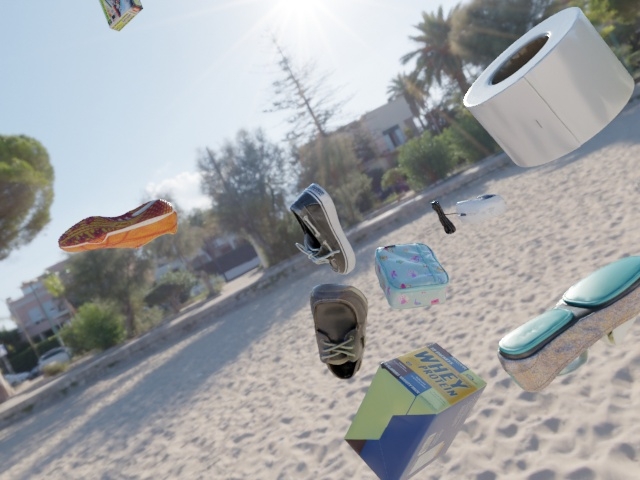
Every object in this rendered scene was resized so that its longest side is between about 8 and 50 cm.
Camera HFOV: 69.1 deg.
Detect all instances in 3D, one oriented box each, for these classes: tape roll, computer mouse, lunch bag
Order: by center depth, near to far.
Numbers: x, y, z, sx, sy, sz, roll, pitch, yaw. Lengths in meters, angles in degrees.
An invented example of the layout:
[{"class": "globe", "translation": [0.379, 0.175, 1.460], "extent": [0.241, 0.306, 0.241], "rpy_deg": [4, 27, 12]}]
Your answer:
[{"class": "tape roll", "translation": [0.425, -0.285, 0.886], "extent": [0.246, 0.169, 0.246], "rpy_deg": [-44, 14, 14]}, {"class": "computer mouse", "translation": [0.395, -0.077, 1.242], "extent": [0.192, 0.106, 0.042], "rpy_deg": [-14, 17, 43]}, {"class": "lunch bag", "translation": [0.316, 0.111, 1.621], "extent": [0.223, 0.108, 0.279], "rpy_deg": [-7, 34, -5]}]

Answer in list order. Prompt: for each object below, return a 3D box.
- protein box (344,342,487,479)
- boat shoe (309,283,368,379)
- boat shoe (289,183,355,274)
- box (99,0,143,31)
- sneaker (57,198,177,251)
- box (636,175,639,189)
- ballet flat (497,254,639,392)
[{"class": "protein box", "translation": [0.189, 0.340, 0.923], "extent": [0.201, 0.136, 0.200], "rpy_deg": [-3, -59, -46]}, {"class": "boat shoe", "translation": [0.054, 0.223, 1.078], "extent": [0.132, 0.130, 0.355], "rpy_deg": [-7, -37, 10]}, {"class": "boat shoe", "translation": [0.003, 0.002, 1.162], "extent": [0.105, 0.113, 0.306], "rpy_deg": [-43, -36, -17]}, {"class": "box", "translation": [-0.579, -0.712, 1.300], "extent": [0.114, 0.207, 0.036], "rpy_deg": [-25, -5, 28]}, {"class": "sneaker", "translation": [-0.306, -0.008, 0.713], "extent": [0.174, 0.064, 0.068], "rpy_deg": [-14, -44, -14]}, {"class": "box", "translation": [0.865, -0.147, 1.065], "extent": [0.203, 0.103, 0.114], "rpy_deg": [-26, -19, 22]}, {"class": "ballet flat", "translation": [0.433, 0.142, 0.768], "extent": [0.315, 0.106, 0.107], "rpy_deg": [-30, 9, -7]}]
